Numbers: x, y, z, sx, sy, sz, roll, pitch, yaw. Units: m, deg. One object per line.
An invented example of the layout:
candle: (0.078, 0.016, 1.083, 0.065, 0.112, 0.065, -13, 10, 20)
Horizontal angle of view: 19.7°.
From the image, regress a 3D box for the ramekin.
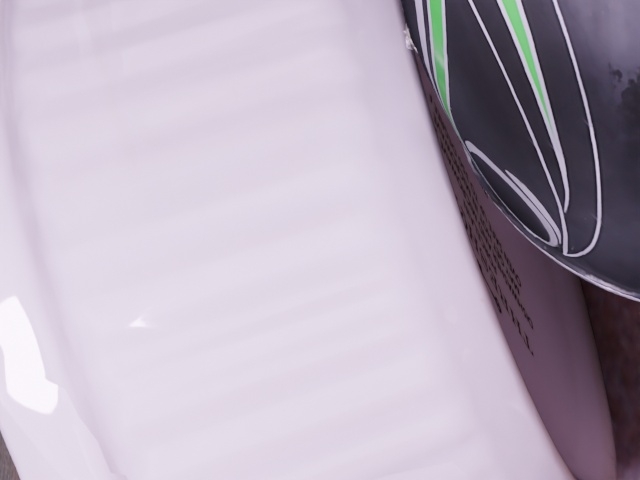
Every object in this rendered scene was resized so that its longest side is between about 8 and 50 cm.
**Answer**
ramekin: (0.000, 0.000, 0.576, 0.273, 0.127, 0.272, -18, -90, -76)

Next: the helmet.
helmet: (0.090, -0.082, 0.411, 0.161, 0.169, 0.169, 83, 166, -48)
